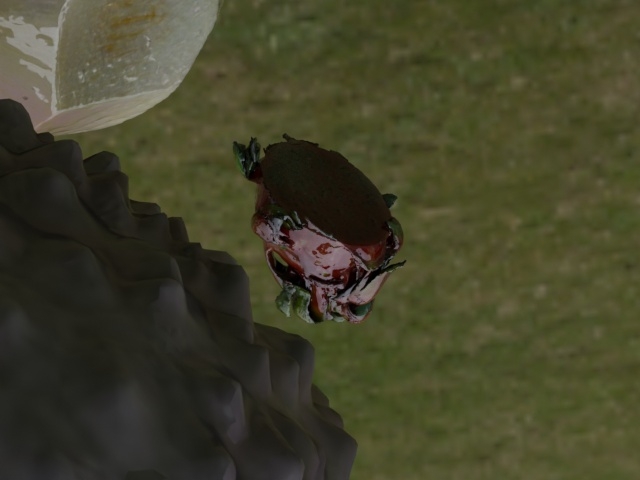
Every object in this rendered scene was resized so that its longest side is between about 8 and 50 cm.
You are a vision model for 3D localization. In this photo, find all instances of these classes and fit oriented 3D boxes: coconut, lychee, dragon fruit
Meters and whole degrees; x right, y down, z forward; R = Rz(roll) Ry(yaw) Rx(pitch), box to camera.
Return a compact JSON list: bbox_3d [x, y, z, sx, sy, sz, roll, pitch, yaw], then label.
[{"bbox_3d":[-0.180,-0.166,1.101,0.237,0.237,0.197,16,147,-40],"label":"coconut"},{"bbox_3d":[-0.161,0.142,0.688,0.380,0.432,0.380,-15,144,-11],"label":"lychee"},{"bbox_3d":[0.000,0.000,1.508,0.142,0.175,0.138,24,-145,35],"label":"dragon fruit"}]
